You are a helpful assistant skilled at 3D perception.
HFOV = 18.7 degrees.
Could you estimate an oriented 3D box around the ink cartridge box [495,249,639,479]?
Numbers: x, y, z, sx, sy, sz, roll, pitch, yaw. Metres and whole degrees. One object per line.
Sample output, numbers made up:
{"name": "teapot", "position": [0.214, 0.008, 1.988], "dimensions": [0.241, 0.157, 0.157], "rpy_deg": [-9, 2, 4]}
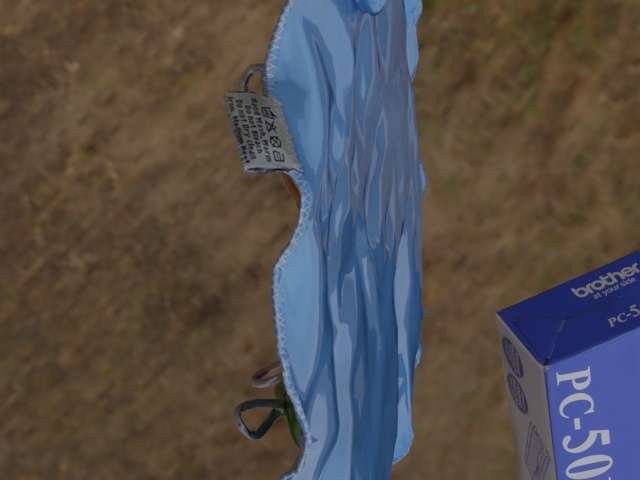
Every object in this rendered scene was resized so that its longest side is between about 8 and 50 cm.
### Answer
{"name": "ink cartridge box", "position": [0.140, 0.101, 0.871], "dimensions": [0.097, 0.046, 0.207], "rpy_deg": [-22, 130, -13]}

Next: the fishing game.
{"name": "fishing game", "position": [0.000, 0.000, 0.438], "dimensions": [0.189, 0.041, 0.264], "rpy_deg": [68, 26, -68]}
